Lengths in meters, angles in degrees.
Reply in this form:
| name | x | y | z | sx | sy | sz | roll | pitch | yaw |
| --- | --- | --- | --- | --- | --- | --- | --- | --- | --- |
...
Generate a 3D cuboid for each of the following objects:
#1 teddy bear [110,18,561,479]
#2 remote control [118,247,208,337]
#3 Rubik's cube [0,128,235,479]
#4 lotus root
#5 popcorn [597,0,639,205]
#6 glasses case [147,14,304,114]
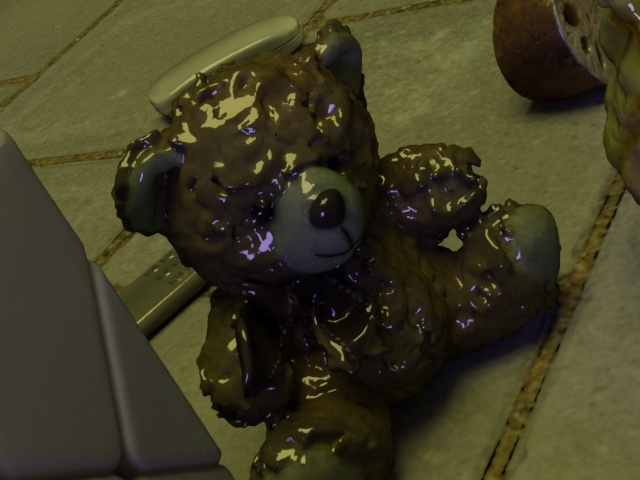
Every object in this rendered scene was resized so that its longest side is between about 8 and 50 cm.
| name | x | y | z | sx | sy | sz | roll | pitch | yaw |
| --- | --- | --- | --- | --- | --- | --- | --- | --- | --- |
| teddy bear | 0.000 | 0.000 | 0.687 | 0.267 | 0.256 | 0.156 | -40 | 28 | -23 |
| remote control | -0.106 | 0.009 | 0.971 | 0.261 | 0.029 | 0.067 | -42 | 34 | -26 |
| Rubik's cube | -0.233 | 0.191 | 0.496 | 0.316 | 0.322 | 0.318 | -18 | 32 | 17 |
| lotus root | 0.203 | -0.185 | 0.953 | 0.081 | 0.112 | 0.122 | -10 | 34 | 39 |
| popcorn | 0.274 | -0.092 | 0.635 | 0.259 | 0.259 | 0.212 | -21 | 52 | 9 |
| glasses case | -0.110 | -0.206 | 1.292 | 0.197 | 0.049 | 0.076 | -30 | 30 | -7 |
